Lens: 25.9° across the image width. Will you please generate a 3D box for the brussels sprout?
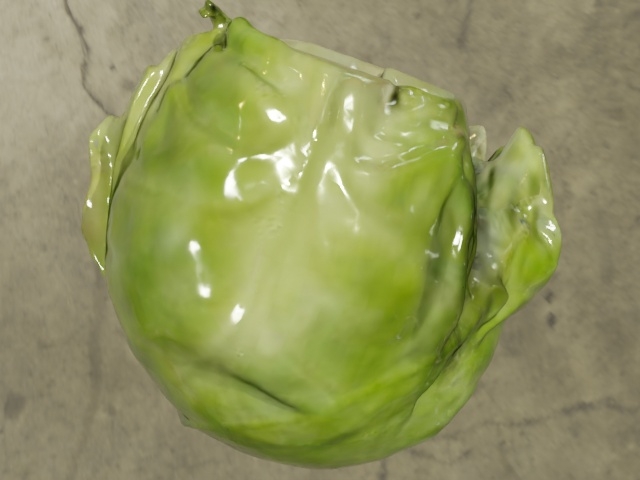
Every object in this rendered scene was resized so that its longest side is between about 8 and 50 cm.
[{"bbox_3d":[-0.010,0.016,1.234,0.425,0.342,0.361,17,91,-41],"label":"brussels sprout"}]
